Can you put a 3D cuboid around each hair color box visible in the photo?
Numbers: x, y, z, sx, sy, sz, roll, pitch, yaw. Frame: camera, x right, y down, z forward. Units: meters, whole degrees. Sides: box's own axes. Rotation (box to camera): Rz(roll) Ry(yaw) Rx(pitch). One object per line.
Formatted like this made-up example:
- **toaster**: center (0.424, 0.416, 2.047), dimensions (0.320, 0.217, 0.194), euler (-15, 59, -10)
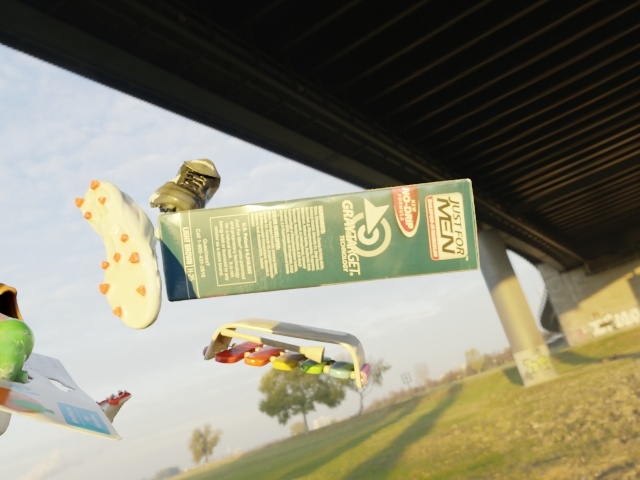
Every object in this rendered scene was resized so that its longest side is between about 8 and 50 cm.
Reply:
- **hair color box**: center (0.000, 0.000, 0.746), dimensions (0.347, 0.105, 0.174), euler (-7, 1, 3)

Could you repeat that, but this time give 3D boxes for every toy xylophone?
- **toy xylophone**: center (-0.067, 0.205, 1.136), dimensions (0.323, 0.081, 0.236), euler (8, 0, 19)

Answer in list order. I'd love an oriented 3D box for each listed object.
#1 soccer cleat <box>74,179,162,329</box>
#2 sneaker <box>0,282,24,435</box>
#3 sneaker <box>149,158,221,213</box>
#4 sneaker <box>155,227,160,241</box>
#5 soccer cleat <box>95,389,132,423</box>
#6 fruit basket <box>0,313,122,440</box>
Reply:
- **soccer cleat**: center (-0.199, 0.011, 0.650), dimensions (0.068, 0.196, 0.076), euler (-40, -33, 14)
- **sneaker**: center (-0.585, 0.218, 1.093), dimensions (0.123, 0.290, 0.106), euler (-3, 1, 29)
- **sneaker**: center (-0.201, -0.081, 0.936), dimensions (0.078, 0.106, 0.234), euler (28, -1, -8)
- **sneaker**: center (-0.240, -0.011, 1.091), dimensions (0.098, 0.069, 0.038), euler (34, -18, -19)
- **soccer cleat**: center (-0.274, 0.221, 0.798), dimensions (0.083, 0.035, 0.029), euler (-26, 1, 22)
- **fruit basket**: center (-0.379, 0.076, 0.558), dimensions (0.353, 0.165, 0.327), euler (22, -9, -30)
